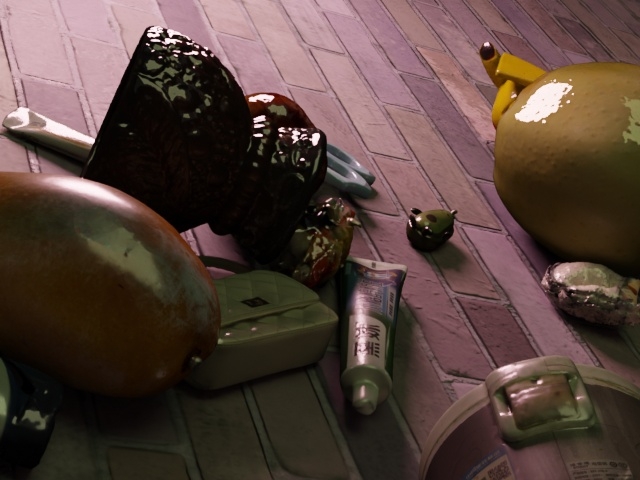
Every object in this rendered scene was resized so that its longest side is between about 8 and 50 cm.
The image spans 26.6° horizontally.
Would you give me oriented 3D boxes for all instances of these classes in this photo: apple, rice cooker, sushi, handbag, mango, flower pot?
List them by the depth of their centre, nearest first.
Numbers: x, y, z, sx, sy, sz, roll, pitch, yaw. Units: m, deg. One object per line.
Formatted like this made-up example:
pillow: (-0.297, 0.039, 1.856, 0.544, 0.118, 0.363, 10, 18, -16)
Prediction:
rice cooker: (0.240, 0.281, 1.342, 0.288, 0.288, 0.277, 16, 30, -17)
mango: (-0.279, 0.032, 1.447, 0.384, 0.199, 0.221, 28, 53, 20)
handbag: (-0.123, 0.079, 1.625, 0.219, 0.079, 0.256, 35, 26, 30)
flower pot: (-0.149, -0.104, 1.728, 0.267, 0.266, 0.266, 23, 27, -11)
sushi: (-0.002, -0.003, 1.826, 0.103, 0.097, 0.226, 39, 25, -8)
handbag: (0.171, -0.023, 2.074, 0.072, 0.047, 0.111, 37, 32, 21)
apple: (0.459, -0.122, 2.183, 0.357, 0.357, 0.357, 19, 27, -11)

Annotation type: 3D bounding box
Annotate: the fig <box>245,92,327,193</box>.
fig: (-0.095, -0.132, 1.964, 0.170, 0.145, 0.274, 48, -12, -19)

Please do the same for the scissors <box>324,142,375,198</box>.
scissors: (-0.075, -0.168, 2.103, 0.360, 0.029, 0.191, 28, 17, -3)

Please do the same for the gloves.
gloves: (0.411, 0.085, 2.058, 0.153, 0.070, 0.114, 18, 35, 1)

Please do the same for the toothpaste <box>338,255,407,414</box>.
toothpaste: (0.063, 0.110, 1.733, 0.099, 0.061, 0.392, 10, 26, -1)

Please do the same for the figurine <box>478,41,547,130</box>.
figurine: (0.392, -0.228, 2.490, 0.218, 0.169, 0.326, 20, 28, -19)

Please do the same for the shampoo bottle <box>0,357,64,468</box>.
shampoo bottle: (-0.428, 0.117, 1.298, 0.360, 0.078, 0.134, 19, 25, -10)

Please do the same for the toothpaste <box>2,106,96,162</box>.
toothpaste: (-0.314, -0.124, 1.866, 0.255, 0.037, 0.067, 23, 33, 4)
